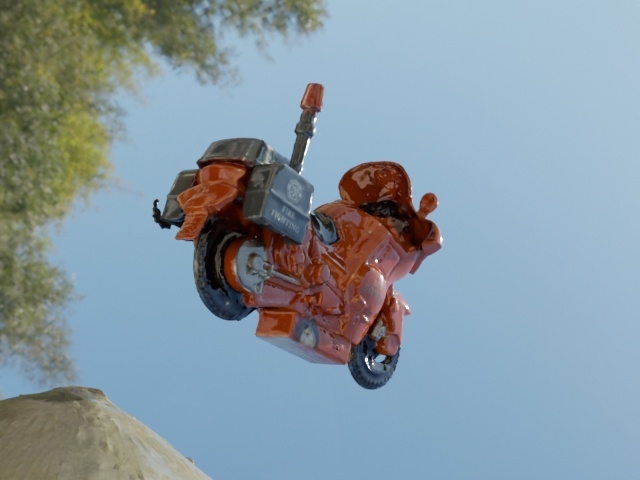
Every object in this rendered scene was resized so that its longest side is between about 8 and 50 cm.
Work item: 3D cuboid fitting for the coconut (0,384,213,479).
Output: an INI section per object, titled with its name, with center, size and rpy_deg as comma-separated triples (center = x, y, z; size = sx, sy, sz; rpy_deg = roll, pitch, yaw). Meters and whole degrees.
[coconut]
center = -0.125, 0.181, 0.433
size = 0.227, 0.227, 0.230
rpy_deg = -1, -106, 41

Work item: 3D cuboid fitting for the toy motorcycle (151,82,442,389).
[toy motorcycle]
center = 0.000, 0.000, 0.899
size = 0.148, 0.325, 0.221
rpy_deg = -3, -114, 38
